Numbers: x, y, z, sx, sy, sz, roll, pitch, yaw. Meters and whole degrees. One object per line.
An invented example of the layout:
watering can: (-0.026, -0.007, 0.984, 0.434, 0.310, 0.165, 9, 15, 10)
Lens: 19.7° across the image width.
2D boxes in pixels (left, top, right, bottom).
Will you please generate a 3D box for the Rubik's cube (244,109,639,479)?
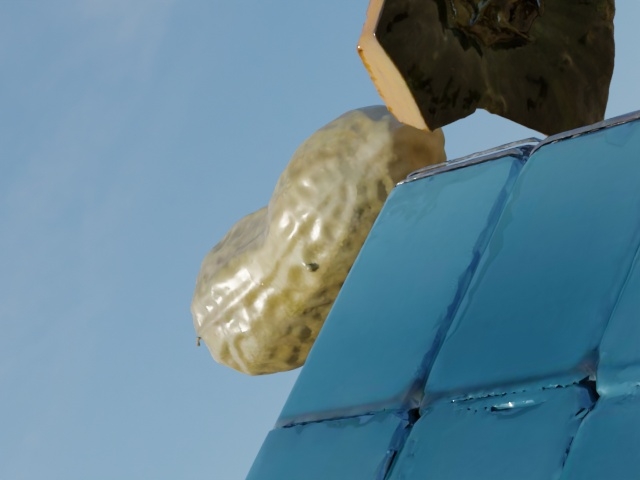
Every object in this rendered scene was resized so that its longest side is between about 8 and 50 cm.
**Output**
Rubik's cube: (0.128, 0.104, 0.616, 0.225, 0.221, 0.231, -15, 38, 45)

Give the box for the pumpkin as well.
pumpkin: (0.107, -0.200, 1.309, 0.290, 0.095, 0.258, 6, -93, -35)

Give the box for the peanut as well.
peanut: (0.000, 0.000, 1.548, 0.149, 0.149, 0.313, -35, -15, -46)
